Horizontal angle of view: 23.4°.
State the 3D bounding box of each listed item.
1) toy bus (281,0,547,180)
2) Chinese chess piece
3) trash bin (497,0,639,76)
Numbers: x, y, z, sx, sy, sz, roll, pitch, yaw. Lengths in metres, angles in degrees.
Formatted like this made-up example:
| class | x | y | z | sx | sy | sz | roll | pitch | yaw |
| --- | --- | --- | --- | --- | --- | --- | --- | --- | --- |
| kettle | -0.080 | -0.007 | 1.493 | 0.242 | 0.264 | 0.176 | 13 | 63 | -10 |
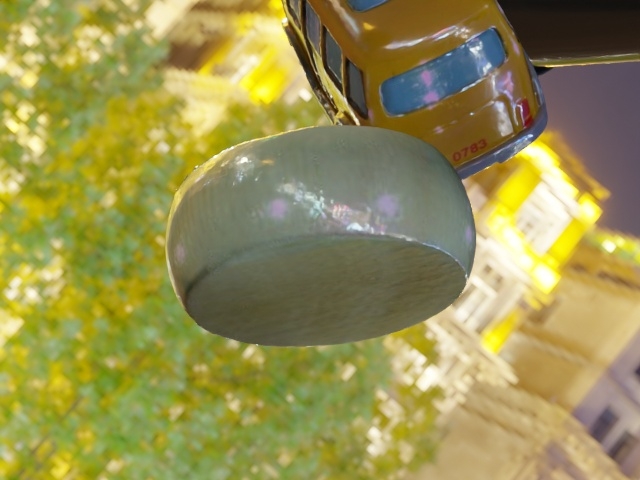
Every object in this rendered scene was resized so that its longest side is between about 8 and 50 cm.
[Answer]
| class | x | y | z | sx | sy | sz | roll | pitch | yaw |
| --- | --- | --- | --- | --- | --- | --- | --- | --- | --- |
| toy bus | 0.046 | -0.141 | 0.991 | 0.209 | 0.126 | 0.136 | 61 | -4 | 42 |
| Chinese chess piece | 0.000 | 0.000 | 0.718 | 0.144 | 0.144 | 0.058 | 70 | 12 | -65 |
| trash bin | 0.218 | -0.244 | 1.309 | 0.334 | 0.214 | 0.214 | 4 | -35 | 39 |
